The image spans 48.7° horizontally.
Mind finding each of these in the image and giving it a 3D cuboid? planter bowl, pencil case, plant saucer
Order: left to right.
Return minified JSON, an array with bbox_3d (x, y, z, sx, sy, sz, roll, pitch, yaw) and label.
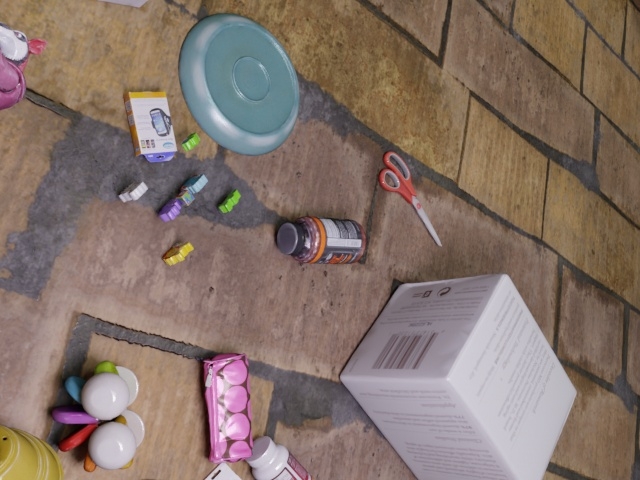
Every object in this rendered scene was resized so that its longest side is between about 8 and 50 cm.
[{"bbox_3d":[-0.481,0.326,0.997,0.217,0.217,0.090,-30,139,-41],"label":"planter bowl"},{"bbox_3d":[-0.183,0.324,1.361,0.098,0.095,0.209,9,74,-73],"label":"pencil case"},{"bbox_3d":[-0.158,-0.344,1.533,0.318,0.044,0.317,10,75,-41],"label":"plant saucer"}]

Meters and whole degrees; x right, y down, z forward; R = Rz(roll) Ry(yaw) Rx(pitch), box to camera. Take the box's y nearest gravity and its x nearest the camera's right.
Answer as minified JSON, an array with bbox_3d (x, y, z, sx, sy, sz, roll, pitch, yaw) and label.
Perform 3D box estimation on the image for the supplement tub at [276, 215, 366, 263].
[{"bbox_3d":[0.000,0.000,1.572,0.198,0.106,0.106,3,81,-41],"label":"supplement tub"}]

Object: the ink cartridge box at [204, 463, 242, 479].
[{"bbox_3d":[-0.173,0.493,1.371,0.115,0.029,0.063,45,51,7],"label":"ink cartridge box"}]

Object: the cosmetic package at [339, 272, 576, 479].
[{"bbox_3d":[0.328,0.337,1.655,0.393,0.329,0.327,55,51,-22],"label":"cosmetic package"}]

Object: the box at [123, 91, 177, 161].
[{"bbox_3d":[-0.327,-0.218,1.369,0.081,0.028,0.136,-11,93,-42],"label":"box"}]

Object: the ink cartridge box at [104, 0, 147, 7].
[{"bbox_3d":[-0.403,-0.490,1.292,0.209,0.109,0.062,-5,86,-42],"label":"ink cartridge box"}]

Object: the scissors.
[{"bbox_3d":[0.253,-0.111,1.875,0.297,0.021,0.109,43,55,-27],"label":"scissors"}]

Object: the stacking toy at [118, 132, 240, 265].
[{"bbox_3d":[-0.268,-0.085,1.374,0.221,0.052,0.167,-52,123,-35],"label":"stacking toy"}]

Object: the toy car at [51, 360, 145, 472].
[{"bbox_3d":[-0.373,0.295,1.176,0.136,0.159,0.182,-8,88,-6],"label":"toy car"}]

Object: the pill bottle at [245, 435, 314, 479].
[{"bbox_3d":[-0.083,0.468,1.426,0.152,0.086,0.086,54,52,-21],"label":"pill bottle"}]

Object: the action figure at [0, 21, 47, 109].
[{"bbox_3d":[-0.537,-0.198,1.029,0.370,0.248,0.275,-44,112,-35],"label":"action figure"}]
